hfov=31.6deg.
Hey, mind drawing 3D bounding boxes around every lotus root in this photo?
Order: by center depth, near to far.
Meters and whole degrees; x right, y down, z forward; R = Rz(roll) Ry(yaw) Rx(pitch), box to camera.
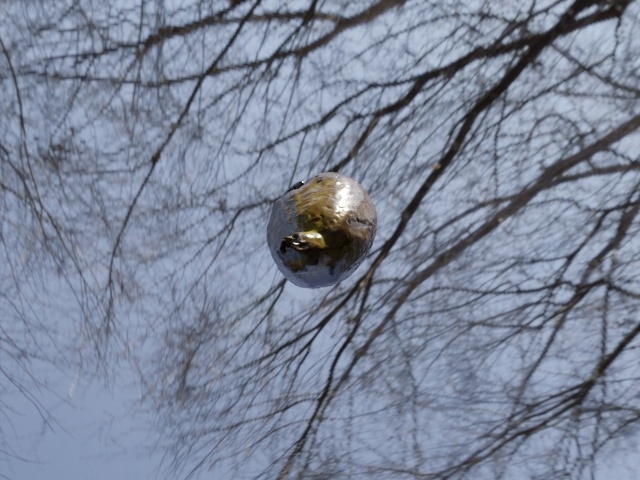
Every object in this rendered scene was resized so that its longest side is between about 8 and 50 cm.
[{"bbox_3d":[0.000,0.000,0.992,0.094,0.191,0.108,30,-77,-8],"label":"lotus root"}]
